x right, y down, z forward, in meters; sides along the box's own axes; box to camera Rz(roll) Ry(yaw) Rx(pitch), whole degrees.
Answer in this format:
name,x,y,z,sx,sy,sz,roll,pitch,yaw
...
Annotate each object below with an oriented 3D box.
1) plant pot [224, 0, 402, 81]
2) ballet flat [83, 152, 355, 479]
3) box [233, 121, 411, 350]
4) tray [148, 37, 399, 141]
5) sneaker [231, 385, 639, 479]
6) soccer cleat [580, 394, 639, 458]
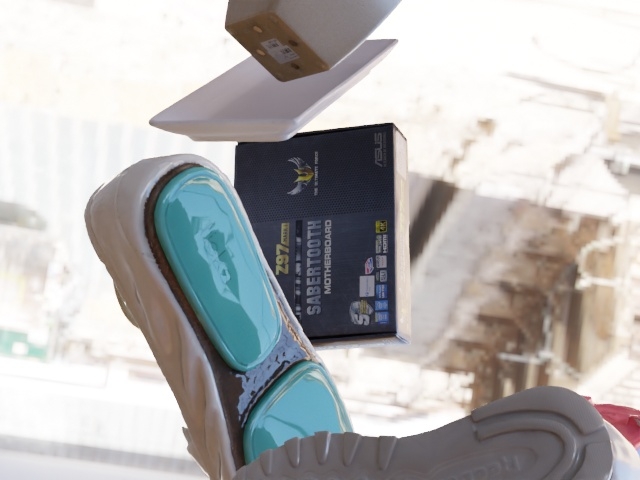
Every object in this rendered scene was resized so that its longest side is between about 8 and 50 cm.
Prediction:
name,x,y,z,sx,sy,sz,roll,pitch,yaw
plant pot,-0.016,-0.194,1.115,0.109,0.109,0.096,-6,-132,52
ballet flat,-0.074,0.108,1.086,0.139,0.139,0.400,-96,165,-67
box,0.000,0.000,1.423,0.059,0.183,0.233,38,50,-64
tray,-0.034,-0.138,1.241,0.270,0.145,0.030,-46,133,-58
sneaker,0.057,0.146,0.734,0.095,0.235,0.090,34,47,-59
soccer cleat,0.131,0.178,0.877,0.083,0.248,0.095,16,-61,44
